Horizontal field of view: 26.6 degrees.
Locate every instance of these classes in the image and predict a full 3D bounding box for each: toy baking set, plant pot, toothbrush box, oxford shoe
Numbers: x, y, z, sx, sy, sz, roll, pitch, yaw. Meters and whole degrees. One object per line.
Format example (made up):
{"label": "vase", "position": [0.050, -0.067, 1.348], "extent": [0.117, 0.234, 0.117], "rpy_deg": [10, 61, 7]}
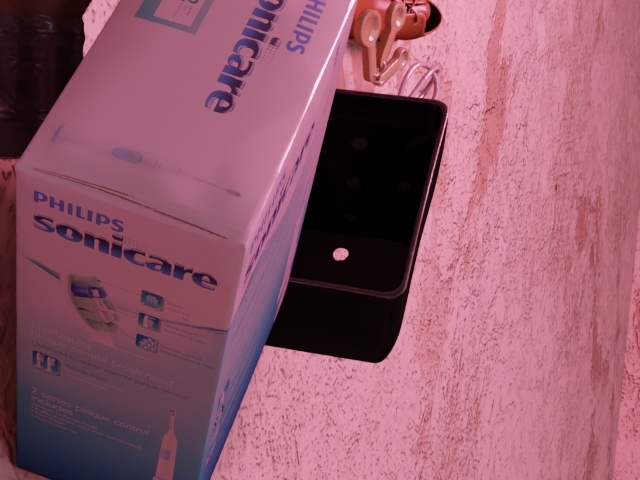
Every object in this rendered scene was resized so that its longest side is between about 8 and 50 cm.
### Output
{"label": "toy baking set", "position": [0.060, -0.121, 1.347], "extent": [0.197, 0.030, 0.256], "rpy_deg": [-60, 150, -15]}
{"label": "plant pot", "position": [0.000, 0.000, 1.107], "extent": [0.167, 0.187, 0.188], "rpy_deg": [79, 23, -54]}
{"label": "toothbrush box", "position": [-0.085, 0.000, 0.817], "extent": [0.295, 0.126, 0.216], "rpy_deg": [106, 4, -51]}
{"label": "oxford shoe", "position": [0.067, -0.238, 1.374], "extent": [0.212, 0.076, 0.076], "rpy_deg": [-16, 107, -64]}

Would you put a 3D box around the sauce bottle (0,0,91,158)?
{"label": "sauce bottle", "position": [-0.167, -0.219, 0.773], "extent": [0.111, 0.111, 0.344], "rpy_deg": [-20, 112, -66]}
